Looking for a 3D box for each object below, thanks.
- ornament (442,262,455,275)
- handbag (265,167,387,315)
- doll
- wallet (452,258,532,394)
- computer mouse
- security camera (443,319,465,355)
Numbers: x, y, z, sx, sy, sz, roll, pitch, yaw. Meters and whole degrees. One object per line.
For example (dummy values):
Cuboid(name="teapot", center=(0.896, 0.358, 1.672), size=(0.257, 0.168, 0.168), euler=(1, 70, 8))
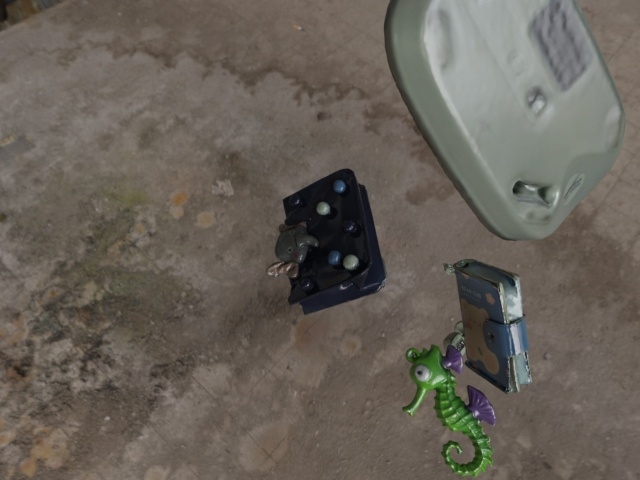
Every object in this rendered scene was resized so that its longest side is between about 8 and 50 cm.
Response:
Cuboid(name="ornament", center=(0.390, 0.084, 1.284), size=(0.092, 0.041, 0.068), euler=(-8, 15, 9))
Cuboid(name="handbag", center=(0.000, 0.000, 1.145), size=(0.269, 0.118, 0.326), euler=(-23, 53, 21))
Cuboid(name="doll", center=(0.180, 0.237, 0.661), size=(0.115, 0.050, 0.190), euler=(-32, 72, 4))
Cuboid(name="wallet", center=(0.289, 0.143, 0.785), size=(0.059, 0.141, 0.202), euler=(-14, 104, -14))
Cuboid(name="computer mouse", center=(0.185, -0.139, 0.458), size=(0.197, 0.331, 0.095), euler=(-47, 29, -7))
Cuboid(name="security camera", center=(0.282, 0.205, 0.937), size=(0.058, 0.058, 0.092), euler=(36, 40, 17))
